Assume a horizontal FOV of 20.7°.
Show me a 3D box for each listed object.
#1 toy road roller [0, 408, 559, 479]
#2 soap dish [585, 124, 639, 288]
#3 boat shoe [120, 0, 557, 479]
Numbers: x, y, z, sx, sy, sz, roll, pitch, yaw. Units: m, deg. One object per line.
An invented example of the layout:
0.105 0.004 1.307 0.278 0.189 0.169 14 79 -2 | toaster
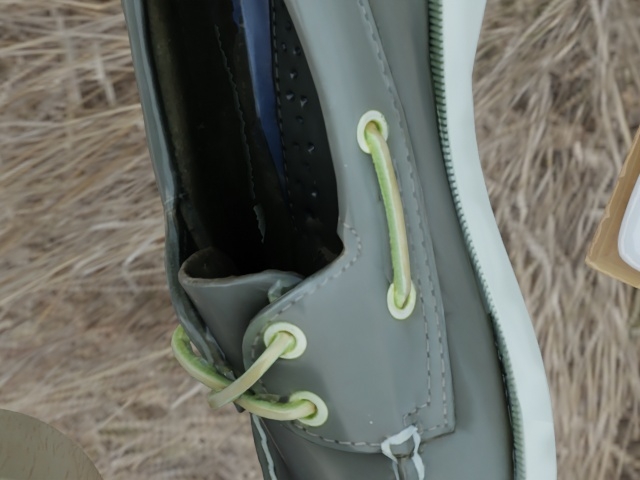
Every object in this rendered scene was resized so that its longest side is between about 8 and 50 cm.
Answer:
-0.013 0.156 0.683 0.329 0.202 0.240 43 88 -10 | toy road roller
0.312 -0.039 0.886 0.291 0.118 0.229 23 108 10 | soap dish
-0.003 0.000 0.503 0.109 0.091 0.305 6 106 53 | boat shoe
